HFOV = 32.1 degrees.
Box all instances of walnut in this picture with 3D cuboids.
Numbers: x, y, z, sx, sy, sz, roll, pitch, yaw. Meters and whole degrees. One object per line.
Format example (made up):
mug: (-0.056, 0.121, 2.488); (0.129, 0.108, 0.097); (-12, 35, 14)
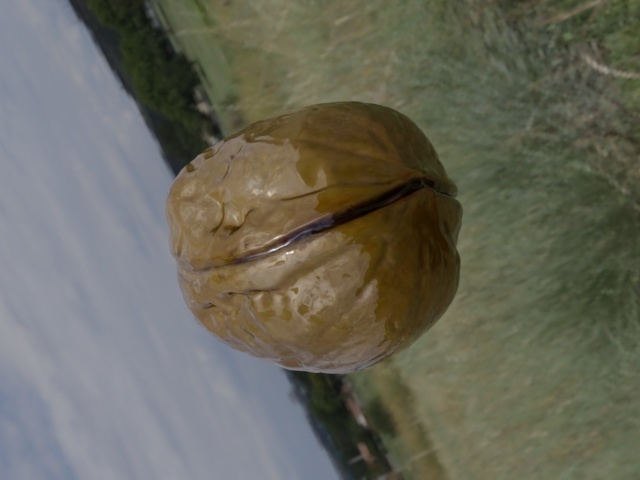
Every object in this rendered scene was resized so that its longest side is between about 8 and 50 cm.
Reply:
walnut: (0.000, 0.000, 0.591); (0.180, 0.144, 0.144); (-19, 99, 47)
